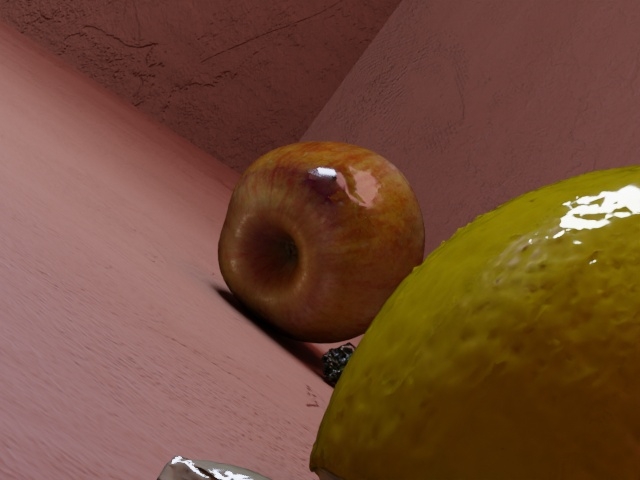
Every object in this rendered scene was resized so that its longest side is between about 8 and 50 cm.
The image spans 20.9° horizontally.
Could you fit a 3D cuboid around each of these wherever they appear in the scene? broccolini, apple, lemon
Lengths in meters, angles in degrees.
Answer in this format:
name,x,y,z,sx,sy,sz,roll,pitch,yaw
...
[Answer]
name,x,y,z,sx,sy,sz,roll,pitch,yaw
broccolini,0.087,0.180,1.680,0.218,0.044,0.042,42,-12,4
apple,0.000,0.000,1.764,0.211,0.211,0.188,38,25,26
lemon,0.198,0.109,1.036,0.364,0.364,0.364,36,3,-2

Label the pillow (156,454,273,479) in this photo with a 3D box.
name,x,y,z,sx,sy,sz,roll,pitch,yaw
pillow,0.017,0.166,0.810,0.208,0.053,0.119,38,3,-43
